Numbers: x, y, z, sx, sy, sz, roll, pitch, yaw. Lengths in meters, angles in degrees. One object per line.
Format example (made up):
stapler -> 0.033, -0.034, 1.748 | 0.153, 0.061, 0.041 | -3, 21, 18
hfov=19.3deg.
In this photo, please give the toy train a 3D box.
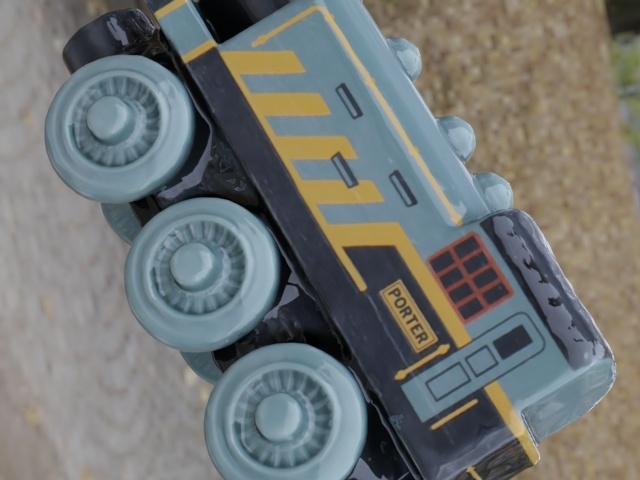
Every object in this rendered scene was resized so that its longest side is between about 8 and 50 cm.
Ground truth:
toy train -> 0.000, 0.000, 0.940 | 0.334, 0.190, 0.142 | 59, 0, 20
